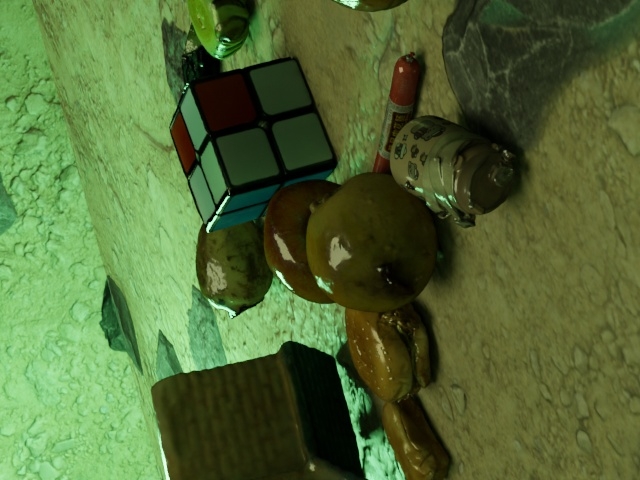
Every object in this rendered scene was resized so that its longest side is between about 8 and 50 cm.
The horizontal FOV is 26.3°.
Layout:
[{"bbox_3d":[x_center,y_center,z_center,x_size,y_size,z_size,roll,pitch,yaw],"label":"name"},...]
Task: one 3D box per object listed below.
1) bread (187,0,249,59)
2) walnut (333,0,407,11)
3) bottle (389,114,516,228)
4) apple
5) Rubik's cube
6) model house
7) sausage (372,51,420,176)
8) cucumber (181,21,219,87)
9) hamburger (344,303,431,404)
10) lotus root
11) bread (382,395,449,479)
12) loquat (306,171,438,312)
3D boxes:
[{"bbox_3d":[-0.149,-0.338,2.049,0.139,0.071,0.130,160,96,-72],"label":"bread"},{"bbox_3d":[0.042,-0.324,1.419,0.207,0.167,0.167,-129,29,-51],"label":"walnut"},{"bbox_3d":[0.145,-0.071,1.450,0.152,0.099,0.099,34,138,55],"label":"bottle"},{"bbox_3d":[-0.002,0.006,1.805,0.147,0.163,0.146,114,-179,-77],"label":"apple"},{"bbox_3d":[-0.100,-0.135,1.947,0.180,0.167,0.183,70,159,10],"label":"Rubik's cube"},{"bbox_3d":[-0.050,0.377,2.047,0.334,0.342,0.382,93,162,-63],"label":"model house"},{"bbox_3d":[0.088,-0.133,1.635,0.253,0.034,0.034,99,148,-51],"label":"sausage"},{"bbox_3d":[-0.194,-0.283,2.235,0.046,0.070,0.220,23,137,26],"label":"cucumber"},{"bbox_3d":[0.088,0.137,1.793,0.138,0.083,0.147,39,145,51],"label":"hamburger"},{"bbox_3d":[-0.149,0.022,2.286,0.138,0.138,0.214,133,129,-68],"label":"lotus root"},{"bbox_3d":[0.124,0.271,1.848,0.074,0.053,0.132,104,146,-55],"label":"bread"},{"bbox_3d":[0.055,-0.001,1.656,0.204,0.149,0.172,43,141,43],"label":"loquat"}]
